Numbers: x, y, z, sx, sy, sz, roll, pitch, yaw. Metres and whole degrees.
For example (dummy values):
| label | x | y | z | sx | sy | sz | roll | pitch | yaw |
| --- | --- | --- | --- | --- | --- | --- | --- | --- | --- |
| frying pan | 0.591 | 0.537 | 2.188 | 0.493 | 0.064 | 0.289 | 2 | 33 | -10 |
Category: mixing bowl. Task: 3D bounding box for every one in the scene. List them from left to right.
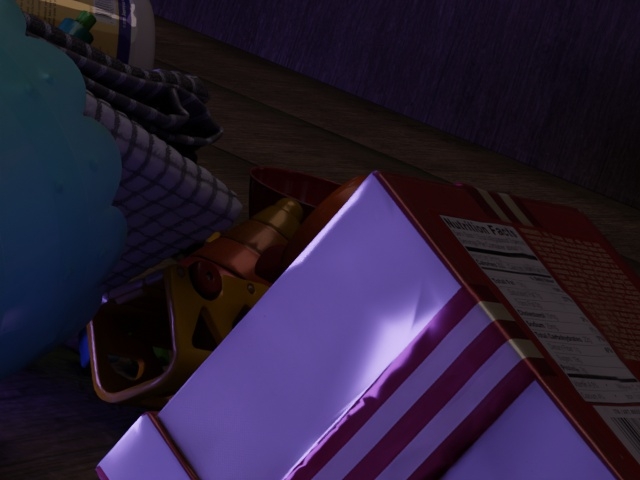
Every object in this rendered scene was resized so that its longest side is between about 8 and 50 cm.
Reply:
| label | x | y | z | sx | sy | sz | roll | pitch | yaw |
| --- | --- | --- | --- | --- | --- | --- | --- | --- | --- |
| mixing bowl | 0.000 | 0.000 | 2.015 | 0.181 | 0.098 | 0.181 | 17 | 12 | -4 |

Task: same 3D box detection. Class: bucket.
| label | x | y | z | sx | sy | sz | roll | pitch | yaw |
| --- | --- | --- | --- | --- | --- | --- | --- | --- | --- |
| bucket | -0.275 | -0.014 | 1.192 | 0.281 | 0.281 | 0.183 | 21 | 26 | 14 |

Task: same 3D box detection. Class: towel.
| label | x | y | z | sx | sy | sz | roll | pitch | yaw |
| --- | --- | --- | --- | --- | --- | --- | --- | --- | --- |
| towel | -0.231 | -0.052 | 1.397 | 0.235 | 0.283 | 0.121 | 27 | 46 | -43 |

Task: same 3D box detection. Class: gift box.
| label | x | y | z | sx | sy | sz | roll | pitch | yaw |
| --- | --- | --- | --- | --- | --- | --- | --- | --- | --- |
| gift box | 0.068 | 0.151 | 0.986 | 0.255 | 0.258 | 0.276 | 12 | 37 | -51 |

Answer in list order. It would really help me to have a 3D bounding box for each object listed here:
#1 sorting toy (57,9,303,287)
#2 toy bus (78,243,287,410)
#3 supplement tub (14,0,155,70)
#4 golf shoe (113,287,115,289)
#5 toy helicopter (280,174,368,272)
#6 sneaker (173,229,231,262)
| label | x | y | z | sx | sy | sz | roll | pitch | yaw |
| --- | --- | --- | --- | --- | --- | --- | --- | --- | --- |
| sorting toy | -0.121 | -0.055 | 1.617 | 0.127 | 0.126 | 0.365 | 16 | -24 | 48 |
| toy bus | -0.076 | 0.086 | 1.460 | 0.202 | 0.104 | 0.191 | -6 | -20 | -6 |
| supplement tub | -0.359 | -0.191 | 1.996 | 0.331 | 0.241 | 0.241 | 12 | 13 | -27 |
| golf shoe | -0.219 | 0.031 | 1.620 | 0.093 | 0.077 | 0.198 | 3 | 8 | -17 |
| toy helicopter | 0.008 | 0.114 | 1.334 | 0.140 | 0.235 | 0.355 | 43 | -6 | 12 |
| sneaker | -0.070 | 0.037 | 1.837 | 0.084 | 0.070 | 0.185 | 0 | 14 | -34 |
